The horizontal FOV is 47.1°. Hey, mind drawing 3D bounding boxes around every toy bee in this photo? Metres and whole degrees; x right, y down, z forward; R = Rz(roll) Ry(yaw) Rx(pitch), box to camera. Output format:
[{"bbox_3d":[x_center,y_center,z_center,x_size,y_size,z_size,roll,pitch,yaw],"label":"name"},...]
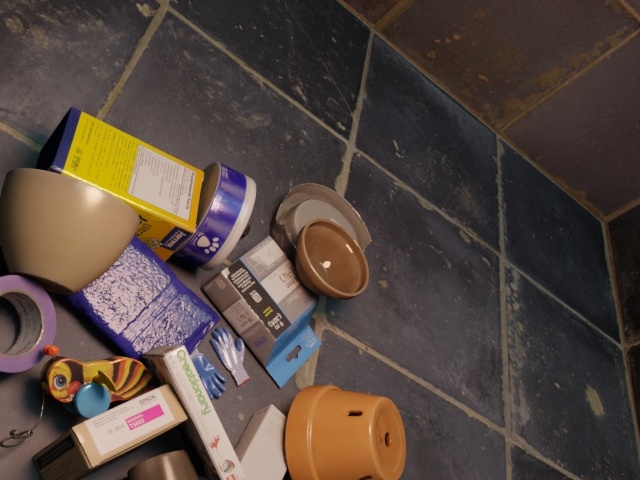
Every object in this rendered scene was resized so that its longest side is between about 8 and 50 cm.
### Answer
[{"bbox_3d":[-0.478,0.275,1.454,0.298,0.195,0.162,-21,103,-59],"label":"toy bee"}]

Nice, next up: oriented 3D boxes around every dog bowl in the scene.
[{"bbox_3d":[0.000,0.000,2.216,0.349,0.102,0.349,26,46,-30],"label":"dog bowl"},{"bbox_3d":[-0.276,-0.062,1.859,0.104,0.265,0.265,27,45,-24],"label":"dog bowl"}]

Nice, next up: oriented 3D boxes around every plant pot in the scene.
[{"bbox_3d":[0.011,0.067,2.007,0.237,0.110,0.237,26,45,-30],"label":"plant pot"},{"bbox_3d":[-0.541,0.001,1.517,0.284,0.284,0.191,26,69,-29],"label":"plant pot"},{"bbox_3d":[0.076,0.489,1.772,0.291,0.203,0.291,33,51,-54],"label":"plant pot"}]

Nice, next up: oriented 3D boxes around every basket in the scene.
[{"bbox_3d":[-0.298,0.554,1.475,0.204,0.154,0.227,-1,59,-43],"label":"basket"}]

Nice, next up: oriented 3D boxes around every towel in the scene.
[{"bbox_3d":[-0.408,0.158,1.687,0.308,0.076,0.227,47,55,-11],"label":"towel"}]

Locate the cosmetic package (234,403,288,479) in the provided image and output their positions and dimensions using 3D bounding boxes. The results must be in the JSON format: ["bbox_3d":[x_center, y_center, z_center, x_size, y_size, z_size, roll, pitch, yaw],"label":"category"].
[{"bbox_3d":[-0.140,0.510,1.712,0.117,0.085,0.231,45,41,-11],"label":"cosmetic package"}]

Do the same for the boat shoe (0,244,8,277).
[{"bbox_3d":[-0.678,0.077,1.509,0.065,0.075,0.206,33,38,-18],"label":"boat shoe"}]

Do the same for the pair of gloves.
[{"bbox_3d":[-0.252,0.298,1.807,0.198,0.023,0.159,-19,77,-49],"label":"pair of gloves"}]

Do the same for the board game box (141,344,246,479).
[{"bbox_3d":[-0.272,0.367,1.552,0.053,0.193,0.305,-27,96,-27],"label":"board game box"}]

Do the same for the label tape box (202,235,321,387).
[{"bbox_3d":[-0.120,0.182,1.953,0.333,0.106,0.240,51,38,-1],"label":"label tape box"}]

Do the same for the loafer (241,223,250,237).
[{"bbox_3d":[-0.279,-0.093,2.027,0.223,0.078,0.076,41,41,-15],"label":"loafer"}]

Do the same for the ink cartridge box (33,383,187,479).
[{"bbox_3d":[-0.411,0.388,1.446,0.235,0.193,0.088,-17,74,-50],"label":"ink cartridge box"}]

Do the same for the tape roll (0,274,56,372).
[{"bbox_3d":[-0.622,0.165,1.440,0.189,0.080,0.189,18,67,-53],"label":"tape roll"}]

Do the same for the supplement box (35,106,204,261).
[{"bbox_3d":[-0.485,-0.118,1.749,0.356,0.195,0.194,26,46,-28],"label":"supplement box"}]
